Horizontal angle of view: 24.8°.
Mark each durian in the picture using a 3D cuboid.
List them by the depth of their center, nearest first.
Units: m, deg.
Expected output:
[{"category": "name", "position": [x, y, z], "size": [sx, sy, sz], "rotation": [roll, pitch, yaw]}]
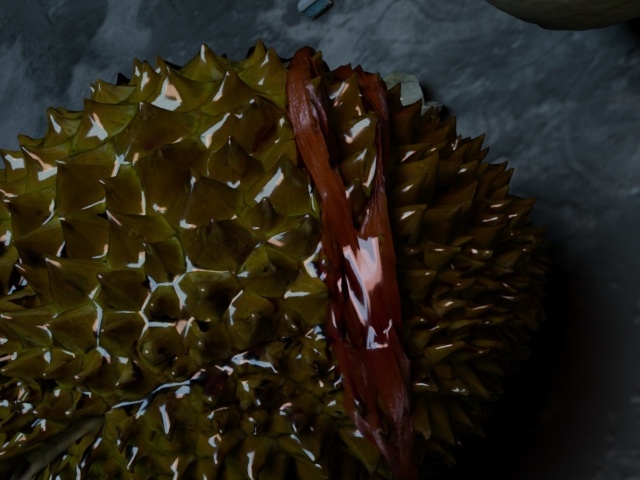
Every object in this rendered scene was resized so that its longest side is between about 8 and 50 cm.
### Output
[{"category": "durian", "position": [-0.046, 0.054, 0.852], "size": [0.384, 0.347, 0.347], "rotation": [-29, 41, -20]}]

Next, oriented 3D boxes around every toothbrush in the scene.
[{"category": "toothbrush", "position": [0.060, -0.229, 1.118], "size": [0.204, 0.022, 0.017], "rotation": [-32, 37, 29]}]

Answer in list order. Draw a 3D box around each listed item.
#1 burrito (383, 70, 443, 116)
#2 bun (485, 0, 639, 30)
[{"category": "burrito", "position": [0.000, 0.000, 1.045], "size": [0.275, 0.059, 0.082], "rotation": [-59, 28, 5]}, {"category": "bun", "position": [0.160, -0.312, 0.848], "size": [0.202, 0.364, 0.364], "rotation": [-18, 60, 33]}]
